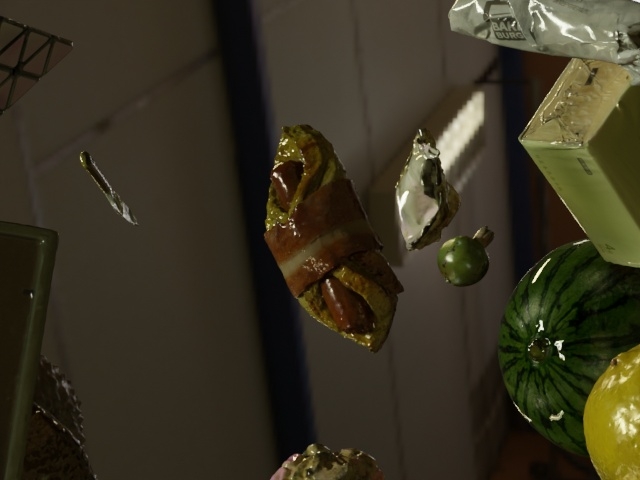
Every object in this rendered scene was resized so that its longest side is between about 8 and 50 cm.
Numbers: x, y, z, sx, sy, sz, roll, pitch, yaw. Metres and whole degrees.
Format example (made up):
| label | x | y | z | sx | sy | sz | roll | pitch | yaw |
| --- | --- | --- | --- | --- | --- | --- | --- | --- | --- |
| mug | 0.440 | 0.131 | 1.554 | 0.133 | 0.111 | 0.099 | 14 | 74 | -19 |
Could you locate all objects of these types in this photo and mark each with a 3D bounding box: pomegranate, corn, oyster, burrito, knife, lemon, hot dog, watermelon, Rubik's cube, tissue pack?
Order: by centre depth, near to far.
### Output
| label | x | y | z | sx | sy | sz | roll | pitch | yaw |
| --- | --- | --- | --- | --- | --- | --- | --- | --- | --- |
| burrito | 0.181 | -0.163 | 1.106 | 0.064 | 0.203 | 0.064 | -32 | -46 | -41 |
| corn | 0.025 | 0.333 | 1.410 | 0.126 | 0.126 | 0.335 | -65 | -27 | -47 |
| lemon | 0.346 | 0.187 | 1.414 | 0.203 | 0.178 | 0.178 | 53 | -153 | -3 |
| hot dog | -0.002 | -0.001 | 1.578 | 0.093 | 0.123 | 0.261 | -13 | -111 | -43 |
| tissue pack | 0.368 | -0.100 | 1.802 | 0.159 | 0.125 | 0.234 | -54 | -55 | -21 |
| oyster | 0.141 | -0.068 | 1.869 | 0.163 | 0.081 | 0.191 | 106 | 162 | -61 |
| pomegranate | 0.193 | 0.022 | 1.958 | 0.084 | 0.073 | 0.073 | -44 | -45 | -40 |
| Rubik's cube | -0.424 | -0.238 | 2.062 | 0.178 | 0.211 | 0.190 | -9 | -67 | -39 |
| watermelon | 0.380 | 0.170 | 2.110 | 0.189 | 0.331 | 0.331 | -18 | -68 | -41 |
| knife | -0.314 | -0.068 | 2.227 | 0.298 | 0.017 | 0.047 | 71 | 173 | -74 |

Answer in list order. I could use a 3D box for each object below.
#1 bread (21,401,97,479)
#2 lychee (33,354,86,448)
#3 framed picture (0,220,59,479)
| label | x | y | z | sx | sy | sz | roll | pitch | yaw |
| --- | --- | --- | --- | --- | --- | --- | --- | --- | --- |
| bread | -0.289 | 0.336 | 1.638 | 0.113 | 0.165 | 0.416 | -42 | -44 | -30 |
| lychee | -0.498 | 0.285 | 2.196 | 0.300 | 0.300 | 0.300 | 3 | -90 | -70 |
| framed picture | -0.336 | 0.126 | 1.115 | 0.020 | 0.240 | 0.324 | 130 | 147 | -68 |
